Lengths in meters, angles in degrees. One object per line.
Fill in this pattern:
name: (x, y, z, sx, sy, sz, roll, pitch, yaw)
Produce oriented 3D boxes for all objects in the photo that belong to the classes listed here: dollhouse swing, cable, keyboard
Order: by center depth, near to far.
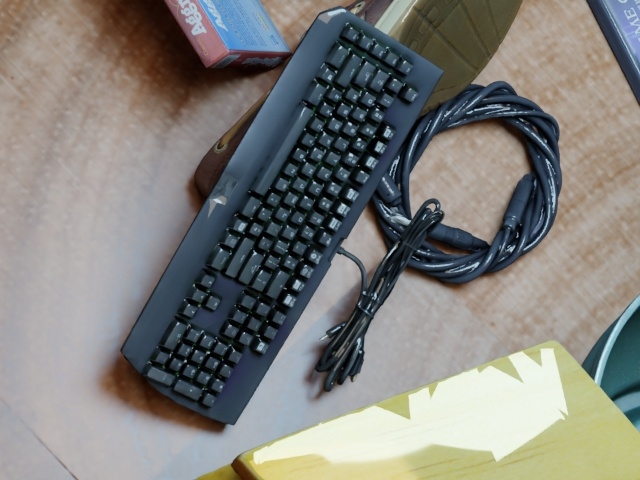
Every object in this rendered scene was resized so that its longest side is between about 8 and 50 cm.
dollhouse swing: (0.083, 0.269, 1.284, 0.315, 0.347, 0.305, -18, 80, -21)
keyboard: (0.000, 0.000, 1.435, 0.201, 0.033, 0.317, 28, 96, -34)
cable: (0.130, -0.050, 1.561, 0.184, 0.047, 0.150, -24, 81, -23)

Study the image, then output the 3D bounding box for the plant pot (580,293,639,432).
plant pot: (0.305, 0.176, 1.461, 0.293, 0.196, 0.293, 5, 71, -15)

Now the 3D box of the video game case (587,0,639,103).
video game case: (0.375, -0.219, 1.700, 0.274, 0.026, 0.196, -22, 81, -21)

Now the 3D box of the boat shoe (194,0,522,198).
boat shoe: (0.032, -0.146, 1.516, 0.123, 0.123, 0.342, 32, 77, 37)

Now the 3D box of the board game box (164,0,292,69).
board game box: (-0.128, -0.260, 1.508, 0.027, 0.145, 0.281, -33, 83, 18)
